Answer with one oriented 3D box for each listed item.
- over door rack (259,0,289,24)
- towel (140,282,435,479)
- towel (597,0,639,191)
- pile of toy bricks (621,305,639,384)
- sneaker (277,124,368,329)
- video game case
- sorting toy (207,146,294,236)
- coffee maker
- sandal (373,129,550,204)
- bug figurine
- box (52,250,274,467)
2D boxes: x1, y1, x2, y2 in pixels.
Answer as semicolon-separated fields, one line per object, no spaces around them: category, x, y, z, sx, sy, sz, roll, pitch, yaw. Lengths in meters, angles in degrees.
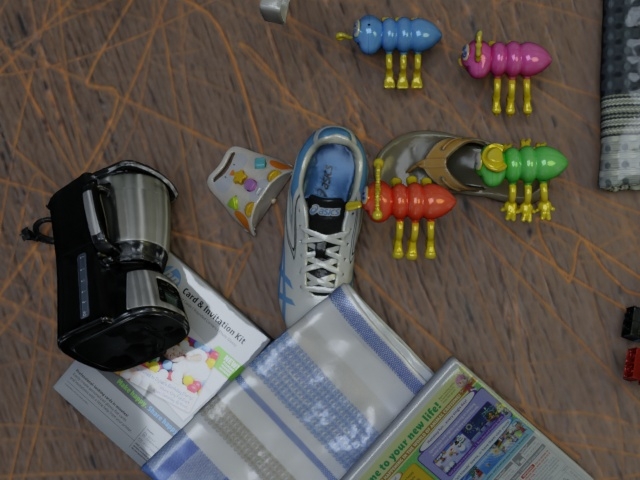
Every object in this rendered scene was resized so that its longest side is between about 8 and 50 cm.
over door rack;-0.113;-0.366;1.410;0.239;0.108;0.324;13;66;7
towel;-0.007;0.204;1.374;0.285;0.034;0.209;-42;99;2
towel;0.446;-0.194;1.383;0.324;0.056;0.312;2;82;9
pile of toy bricks;0.377;0.060;1.348;0.105;0.118;0.212;21;70;-20
sneaker;0.000;0.000;1.393;0.085;0.086;0.237;4;87;5
video game case;0.131;0.253;1.360;0.193;0.023;0.212;41;92;-9
sorting toy;-0.079;-0.061;1.434;0.075;0.045;0.083;34;90;27
coffee maker;-0.213;0.037;1.378;0.171;0.120;0.178;-38;48;40
sandal;0.144;-0.074;1.399;0.180;0.049;0.072;8;86;7
bug figurine;0.127;-0.123;1.355;0.216;0.072;0.279;-3;65;-1
box;-0.161;0.128;1.423;0.145;0.038;0.186;41;89;8
